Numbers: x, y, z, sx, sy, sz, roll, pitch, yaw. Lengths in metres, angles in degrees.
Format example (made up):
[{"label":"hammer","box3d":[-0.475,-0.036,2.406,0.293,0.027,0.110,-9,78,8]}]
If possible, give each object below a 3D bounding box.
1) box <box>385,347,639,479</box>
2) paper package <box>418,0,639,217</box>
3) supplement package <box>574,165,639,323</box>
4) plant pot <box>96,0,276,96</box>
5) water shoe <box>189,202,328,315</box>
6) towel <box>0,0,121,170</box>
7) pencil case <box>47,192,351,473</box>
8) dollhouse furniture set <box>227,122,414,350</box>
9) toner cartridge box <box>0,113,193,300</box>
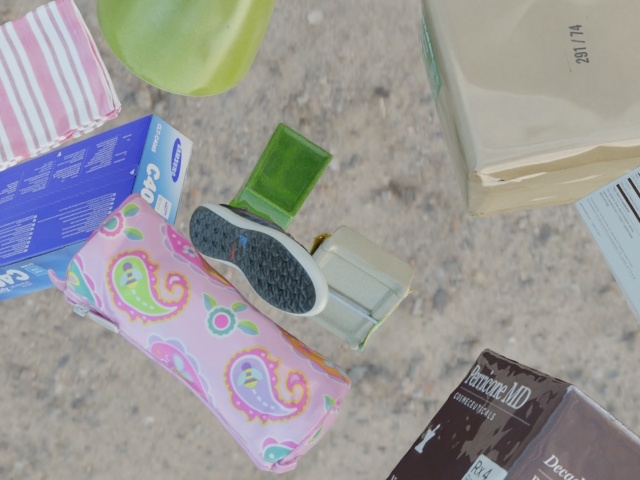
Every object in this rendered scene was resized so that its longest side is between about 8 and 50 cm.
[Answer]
[{"label":"box","box3d":[0.124,0.202,0.768,0.167,0.168,0.203,38,86,-9]},{"label":"paper package","box3d":[0.305,-0.218,1.688,0.309,0.325,0.168,-9,156,-4]},{"label":"supplement package","box3d":[0.356,0.015,1.061,0.203,0.149,0.194,-29,142,9]},{"label":"plant pot","box3d":[-0.172,-0.416,1.957,0.275,0.275,0.293,25,144,-14]},{"label":"water shoe","box3d":[-0.048,0.009,1.299,0.080,0.203,0.073,-8,122,-45]},{"label":"towel","box3d":[-0.326,-0.160,1.348,0.197,0.029,0.144,-25,87,2]},{"label":"pencil case","box3d":[-0.107,0.086,1.145,0.284,0.124,0.124,40,118,5]},{"label":"dollhouse furniture set","box3d":[0.000,0.000,1.937,0.301,0.151,0.197,33,139,-5]},{"label":"toner cartridge box","box3d":[-0.322,-0.033,1.603,0.348,0.165,0.075,-14,145,38]}]
